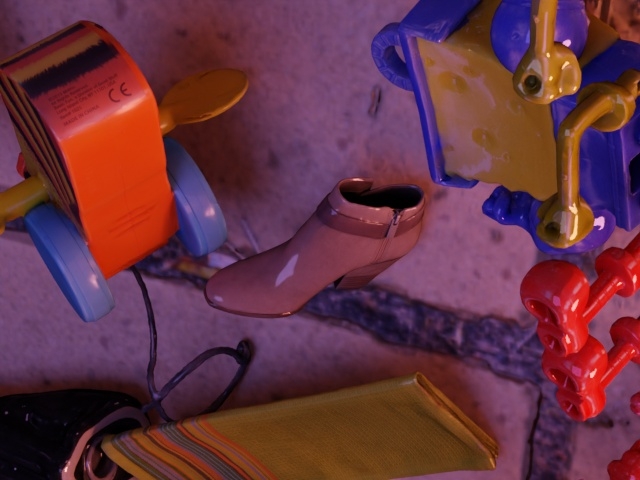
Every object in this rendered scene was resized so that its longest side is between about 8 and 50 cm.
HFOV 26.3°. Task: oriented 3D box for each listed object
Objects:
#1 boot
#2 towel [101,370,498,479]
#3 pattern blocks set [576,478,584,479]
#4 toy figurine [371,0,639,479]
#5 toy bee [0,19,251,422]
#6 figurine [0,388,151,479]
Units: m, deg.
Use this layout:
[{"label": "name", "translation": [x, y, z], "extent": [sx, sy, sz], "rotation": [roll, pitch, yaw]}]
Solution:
[{"label": "boot", "translation": [0.000, 0.000, 0.756], "extent": [0.042, 0.118, 0.087], "rotation": [64, 148, 28]}, {"label": "towel", "translation": [-0.017, 0.130, 0.840], "extent": [0.237, 0.021, 0.102], "rotation": [-15, 140, 32]}, {"label": "pattern blocks set", "translation": [0.215, 0.199, 0.652], "extent": [0.325, 0.026, 0.285], "rotation": [28, 134, -15]}, {"label": "toy figurine", "translation": [0.085, -0.062, 0.615], "extent": [0.217, 0.191, 0.362], "rotation": [30, 154, 37]}, {"label": "toy bee", "translation": [-0.140, -0.024, 0.785], "extent": [0.162, 0.195, 0.298], "rotation": [49, 141, 30]}, {"label": "figurine", "translation": [-0.214, 0.192, 0.976], "extent": [0.209, 0.092, 0.215], "rotation": [10, 118, 33]}]
